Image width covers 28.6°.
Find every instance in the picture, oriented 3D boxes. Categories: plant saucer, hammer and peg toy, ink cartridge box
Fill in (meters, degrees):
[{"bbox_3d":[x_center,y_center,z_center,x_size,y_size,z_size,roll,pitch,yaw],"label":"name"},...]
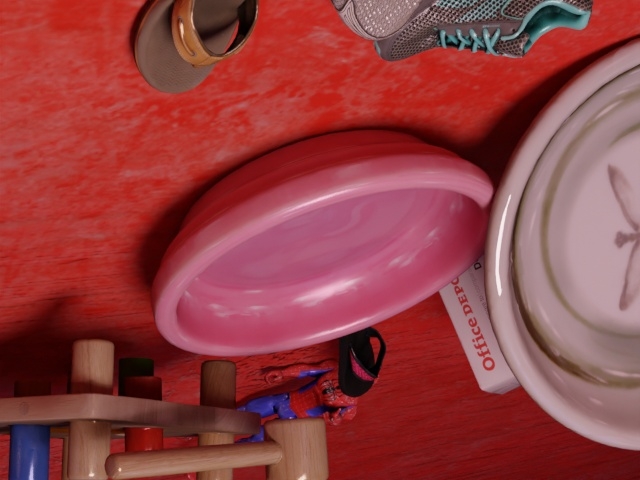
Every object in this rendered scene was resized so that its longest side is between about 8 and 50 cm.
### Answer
[{"bbox_3d":[0.000,0.000,1.154,0.332,0.084,0.332,-17,156,-8],"label":"plant saucer"},{"bbox_3d":[-0.185,0.164,1.180,0.361,0.127,0.266,-7,166,33],"label":"hammer and peg toy"},{"bbox_3d":[0.325,-0.005,1.182,0.400,0.401,0.100,-14,-161,-12],"label":"plant saucer"},{"bbox_3d":[0.247,0.051,1.355,0.219,0.160,0.092,-28,162,16],"label":"ink cartridge box"}]

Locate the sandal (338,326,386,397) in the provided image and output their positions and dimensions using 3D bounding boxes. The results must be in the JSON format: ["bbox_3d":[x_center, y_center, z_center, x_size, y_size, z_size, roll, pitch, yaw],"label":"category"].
[{"bbox_3d":[0.050,0.127,1.447,0.067,0.040,0.179,-56,154,-32],"label":"sandal"}]

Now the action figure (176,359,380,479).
[{"bbox_3d":[-0.061,0.215,1.561,0.280,0.092,0.139,-25,165,11],"label":"action figure"}]

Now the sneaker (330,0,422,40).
[{"bbox_3d":[0.057,-0.192,0.768,0.088,0.093,0.225,-11,156,-19],"label":"sneaker"}]

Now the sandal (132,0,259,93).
[{"bbox_3d":[-0.067,-0.148,0.820,0.072,0.049,0.180,0,150,-38],"label":"sandal"}]

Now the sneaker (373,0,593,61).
[{"bbox_3d":[0.120,-0.161,0.906,0.166,0.076,0.065,-23,156,7],"label":"sneaker"}]
